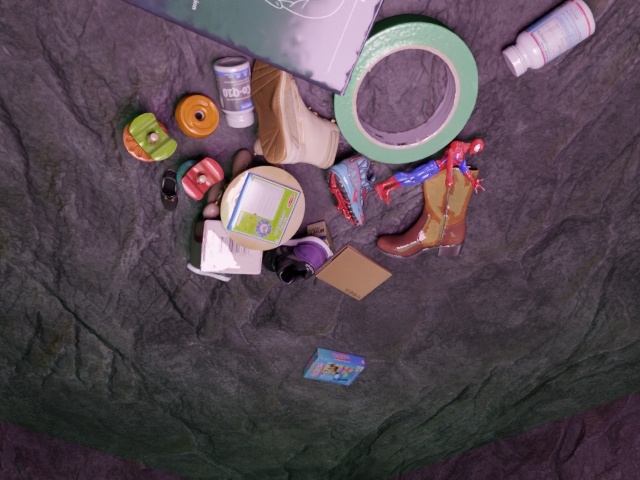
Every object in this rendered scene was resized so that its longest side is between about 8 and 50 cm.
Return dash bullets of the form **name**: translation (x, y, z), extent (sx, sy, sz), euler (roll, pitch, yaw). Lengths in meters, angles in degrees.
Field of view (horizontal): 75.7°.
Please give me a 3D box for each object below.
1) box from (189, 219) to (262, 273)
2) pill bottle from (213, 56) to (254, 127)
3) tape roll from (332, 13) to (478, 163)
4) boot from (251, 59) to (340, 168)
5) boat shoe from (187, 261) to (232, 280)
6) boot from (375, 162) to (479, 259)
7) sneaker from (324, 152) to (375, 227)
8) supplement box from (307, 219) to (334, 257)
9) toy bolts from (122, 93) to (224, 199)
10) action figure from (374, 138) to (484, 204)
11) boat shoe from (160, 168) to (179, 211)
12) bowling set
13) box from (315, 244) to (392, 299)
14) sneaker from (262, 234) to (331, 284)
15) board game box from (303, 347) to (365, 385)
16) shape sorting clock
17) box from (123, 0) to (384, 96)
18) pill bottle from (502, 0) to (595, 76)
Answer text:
- **box**: translation (-0.255, 0.014, 1.092), extent (0.149, 0.232, 0.126), euler (5, 90, -25)
- **pill bottle**: translation (-0.189, -0.331, 0.925), extent (0.078, 0.078, 0.137), euler (-3, 131, 0)
- **tape roll**: translation (0.189, -0.334, 0.944), extent (0.321, 0.077, 0.321), euler (-1, 131, -1)
- **boot**: translation (-0.048, -0.297, 0.940), extent (0.095, 0.262, 0.203), euler (-10, 176, 39)
- **boat shoe**: translation (-0.348, 0.088, 1.305), extent (0.142, 0.049, 0.040), euler (20, 108, -21)
- **boot**: translation (0.290, -0.079, 1.161), extent (0.264, 0.096, 0.280), euler (3, 125, 11)
- **sneaker**: translation (0.101, -0.128, 1.077), extent (0.125, 0.104, 0.262), euler (-41, 156, -7)
- **supplement box**: translation (0.000, 0.000, 1.217), extent (0.056, 0.083, 0.083), euler (-15, 130, 10)
- **toy bolts**: translation (-0.334, -0.225, 1.008), extent (0.218, 0.158, 0.228), euler (-42, 118, -19)
- **action figure**: translation (0.292, -0.149, 1.039), extent (0.280, 0.139, 0.091), euler (-31, 162, 20)
- **boat shoe**: translation (-0.410, -0.128, 1.116), extent (0.049, 0.042, 0.133), euler (9, 131, -13)
- **bowling set**: translation (-0.146, -0.141, 1.041), extent (0.200, 0.154, 0.287), euler (29, 124, -24)
- **box**: translation (0.109, 0.110, 1.358), extent (0.201, 0.021, 0.164), euler (31, 123, -26)
- **sneaker**: translation (-0.103, 0.067, 1.184), extent (0.107, 0.124, 0.283), euler (48, 145, -20)
- **board game box**: translation (0.056, 0.523, 1.694), extent (0.210, 0.047, 0.160), euler (17, 128, -17)
- **shape sorting clock**: translation (-0.134, -0.074, 0.977), extent (0.206, 0.040, 0.206), euler (-7, 111, -19)
- **box**: translation (-0.084, -0.476, 0.683), extent (0.395, 0.212, 0.293), euler (20, 121, -12)
- **pill bottle**: translation (0.477, -0.425, 0.872), extent (0.160, 0.087, 0.087), euler (-31, 125, 22)
